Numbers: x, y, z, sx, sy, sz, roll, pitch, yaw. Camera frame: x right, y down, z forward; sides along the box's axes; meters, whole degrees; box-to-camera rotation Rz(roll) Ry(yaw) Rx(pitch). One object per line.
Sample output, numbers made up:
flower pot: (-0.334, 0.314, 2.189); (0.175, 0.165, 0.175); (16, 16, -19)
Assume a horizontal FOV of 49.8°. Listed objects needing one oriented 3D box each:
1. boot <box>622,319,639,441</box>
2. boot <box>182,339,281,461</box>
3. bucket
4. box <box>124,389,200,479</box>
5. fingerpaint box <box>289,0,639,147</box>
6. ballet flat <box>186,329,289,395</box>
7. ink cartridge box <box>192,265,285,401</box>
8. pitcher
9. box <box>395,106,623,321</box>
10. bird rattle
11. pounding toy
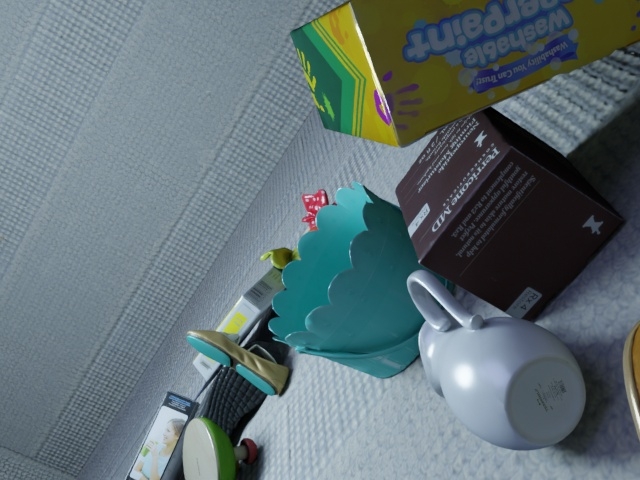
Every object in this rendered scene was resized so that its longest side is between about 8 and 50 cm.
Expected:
boot: (0.328, 0.042, 0.473); (0.211, 0.104, 0.295); (-43, 20, 47)
boot: (-0.215, 0.348, 1.590); (0.338, 0.118, 0.223); (-54, 10, 3)
bucket: (0.065, 0.069, 1.075); (0.281, 0.183, 0.281); (-53, 18, 26)
box: (-0.388, 0.533, 1.713); (0.169, 0.087, 0.290); (83, -152, -68)
fingerpaint box: (0.214, -0.287, 0.861); (0.444, 0.163, 0.371); (-24, 16, -5)
ballet flat: (-0.170, 0.240, 1.445); (0.073, 0.232, 0.080); (-55, -6, -33)
ink cartridge box: (-0.188, 0.197, 1.649); (0.307, 0.072, 0.303); (-49, 0, 23)
pitcher: (0.165, 0.116, 0.715); (0.125, 0.178, 0.207); (-34, 11, -10)
box: (0.215, -0.045, 0.840); (0.169, 0.167, 0.203); (-54, 18, 22)
bird rattle: (0.000, 0.000, 1.580); (0.254, 0.143, 0.207); (-51, 26, -12)
pounding toy: (-0.191, 0.466, 1.371); (0.183, 0.110, 0.237); (-3, 88, 59)
